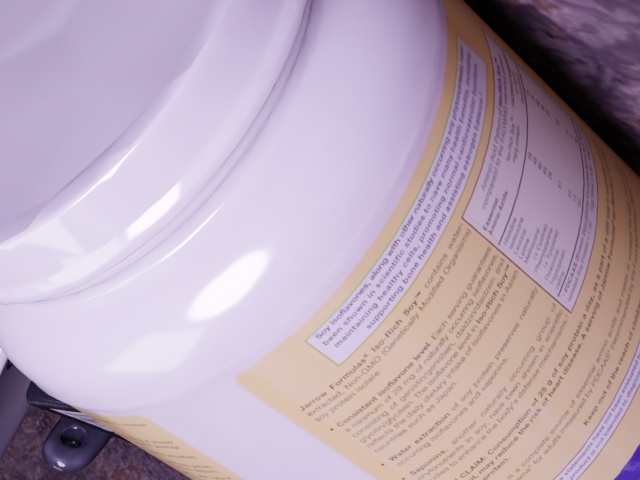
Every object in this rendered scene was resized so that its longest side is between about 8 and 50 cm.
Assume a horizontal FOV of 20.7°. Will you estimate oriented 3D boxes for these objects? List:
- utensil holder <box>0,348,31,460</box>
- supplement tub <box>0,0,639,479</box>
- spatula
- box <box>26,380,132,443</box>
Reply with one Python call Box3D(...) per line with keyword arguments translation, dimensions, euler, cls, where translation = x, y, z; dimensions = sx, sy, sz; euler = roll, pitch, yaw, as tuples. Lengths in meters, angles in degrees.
Box3D(translation=(-0.346, -0.025, 1.104), dimensions=(0.385, 0.328, 0.327), euler=(25, 165, -1), cls="utensil holder")
Box3D(translation=(0.000, 0.000, 0.777), dimensions=(0.241, 0.241, 0.331), euler=(8, 156, 48), cls="supplement tub")
Box3D(translation=(-0.091, 0.043, 1.066), dimensions=(0.084, 0.296, 0.030), euler=(24, 133, 7), cls="spatula")
Box3D(translation=(-0.020, 0.048, 1.008), dimensions=(0.103, 0.184, 0.261), euler=(1, 160, 40), cls="box")
